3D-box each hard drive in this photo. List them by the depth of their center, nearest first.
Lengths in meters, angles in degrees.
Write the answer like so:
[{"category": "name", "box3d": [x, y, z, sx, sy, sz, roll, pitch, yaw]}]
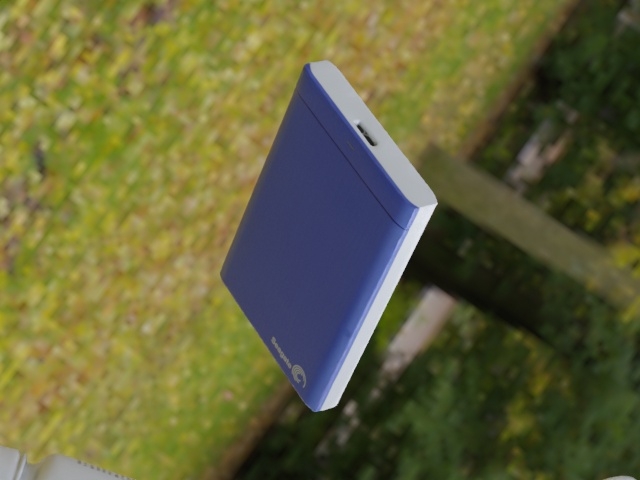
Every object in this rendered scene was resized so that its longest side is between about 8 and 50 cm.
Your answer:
[{"category": "hard drive", "box3d": [0.000, 0.000, 1.992, 0.040, 0.210, 0.319, -14, 145, -34]}]

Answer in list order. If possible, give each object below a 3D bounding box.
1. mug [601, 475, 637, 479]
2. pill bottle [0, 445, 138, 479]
[{"category": "mug", "box3d": [0.238, 0.390, 2.148, 0.328, 0.276, 0.374, -12, 146, -35]}, {"category": "pill bottle", "box3d": [-0.248, 0.323, 2.048, 0.160, 0.283, 0.160, -160, -90, -83]}]
